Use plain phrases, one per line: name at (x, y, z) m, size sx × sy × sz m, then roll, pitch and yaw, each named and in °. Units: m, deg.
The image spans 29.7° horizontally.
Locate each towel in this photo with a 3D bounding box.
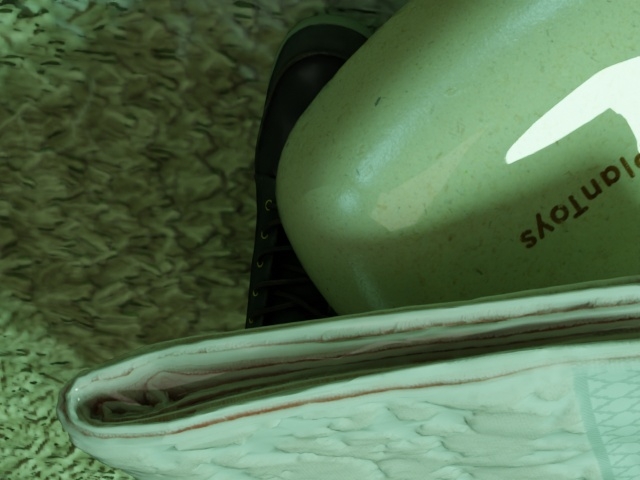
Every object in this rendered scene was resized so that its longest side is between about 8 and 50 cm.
towel at (0.085, 0.111, 0.604) m, size 0.317 × 0.053 × 0.332 m, roll -9°, pitch 153°, yaw 15°

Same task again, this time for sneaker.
sneaker at (0.000, 0.000, 0.643) m, size 0.083 × 0.118 × 0.222 m, roll 7°, pitch 124°, yaw 7°

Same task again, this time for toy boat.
toy boat at (0.075, -0.105, 0.551) m, size 0.267 × 0.148 × 0.318 m, roll -32°, pitch 116°, yaw 2°
